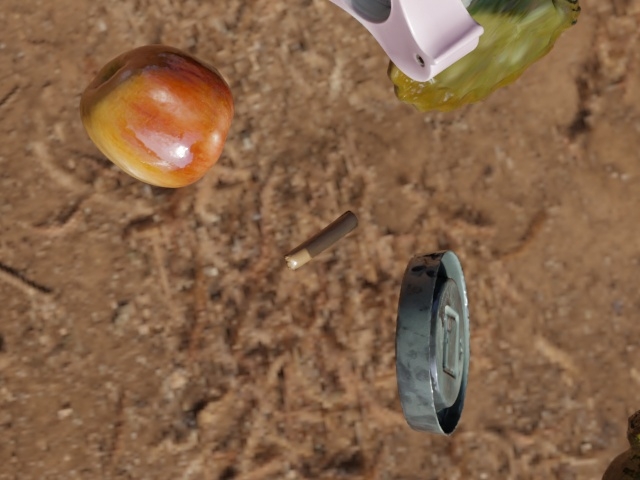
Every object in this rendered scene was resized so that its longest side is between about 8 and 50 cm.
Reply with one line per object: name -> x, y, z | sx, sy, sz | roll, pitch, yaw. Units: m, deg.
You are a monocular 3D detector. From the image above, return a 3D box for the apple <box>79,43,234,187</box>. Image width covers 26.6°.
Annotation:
apple -> -0.212, -0.161, 1.736 | 0.199, 0.199, 0.199 | 19, 64, -47

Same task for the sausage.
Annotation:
sausage -> 0.000, 0.000, 1.696 | 0.116, 0.026, 0.026 | -34, 107, -28

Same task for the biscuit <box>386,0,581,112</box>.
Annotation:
biscuit -> 0.249, -0.321, 1.933 | 0.335, 0.329, 0.078 | -19, 53, -25

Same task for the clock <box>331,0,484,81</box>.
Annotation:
clock -> 0.054, -0.324, 1.639 | 0.080, 0.290, 0.275 | -37, 108, -16

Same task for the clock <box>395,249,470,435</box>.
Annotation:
clock -> 0.132, 0.118, 1.564 | 0.215, 0.042, 0.215 | -1, 90, -72

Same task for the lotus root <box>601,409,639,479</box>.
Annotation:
lotus root -> 0.430, 0.370, 1.777 | 0.173, 0.173, 0.309 | -28, 127, -51
